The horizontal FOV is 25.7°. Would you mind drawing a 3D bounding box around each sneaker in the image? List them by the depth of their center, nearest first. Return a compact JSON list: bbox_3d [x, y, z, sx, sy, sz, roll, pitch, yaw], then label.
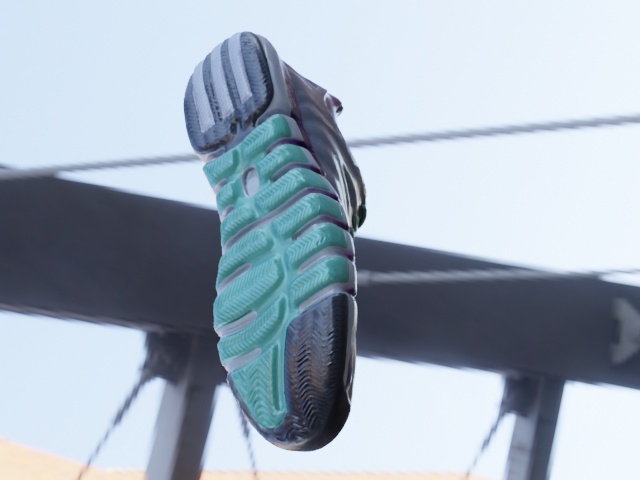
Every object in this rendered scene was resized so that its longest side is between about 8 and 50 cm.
[{"bbox_3d":[0.000,0.000,0.700,0.098,0.083,0.224,20,-129,-45],"label":"sneaker"}]
